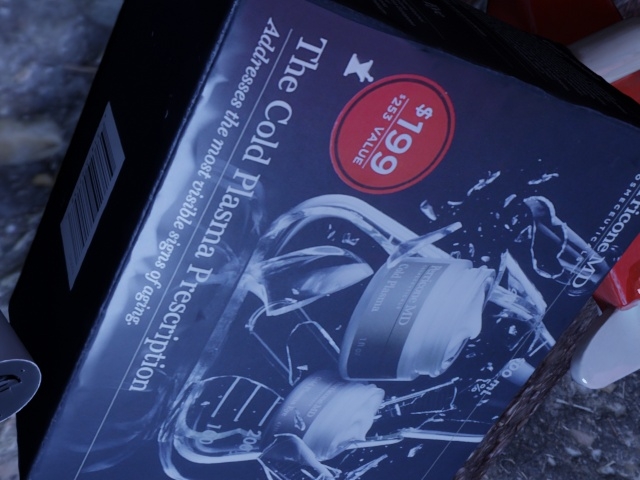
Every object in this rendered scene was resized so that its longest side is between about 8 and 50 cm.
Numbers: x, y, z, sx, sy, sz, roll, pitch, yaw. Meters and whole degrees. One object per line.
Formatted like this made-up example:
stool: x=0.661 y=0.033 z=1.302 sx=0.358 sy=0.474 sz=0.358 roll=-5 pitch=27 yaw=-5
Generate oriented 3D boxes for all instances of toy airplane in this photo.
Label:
toy airplane: x=0.257 y=-0.057 z=0.814 sx=0.386 sy=0.272 sz=0.384 roll=18 pitch=102 yaw=-23

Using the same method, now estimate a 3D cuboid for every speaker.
speaker: x=-0.217 y=0.044 z=0.477 sx=0.055 sy=0.136 sz=0.055 roll=-32 pitch=148 yaw=-23

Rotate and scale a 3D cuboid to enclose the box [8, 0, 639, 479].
box: x=0.000 y=0.000 z=0.549 sx=0.313 sy=0.179 sz=0.343 roll=12 pitch=120 yaw=-31
